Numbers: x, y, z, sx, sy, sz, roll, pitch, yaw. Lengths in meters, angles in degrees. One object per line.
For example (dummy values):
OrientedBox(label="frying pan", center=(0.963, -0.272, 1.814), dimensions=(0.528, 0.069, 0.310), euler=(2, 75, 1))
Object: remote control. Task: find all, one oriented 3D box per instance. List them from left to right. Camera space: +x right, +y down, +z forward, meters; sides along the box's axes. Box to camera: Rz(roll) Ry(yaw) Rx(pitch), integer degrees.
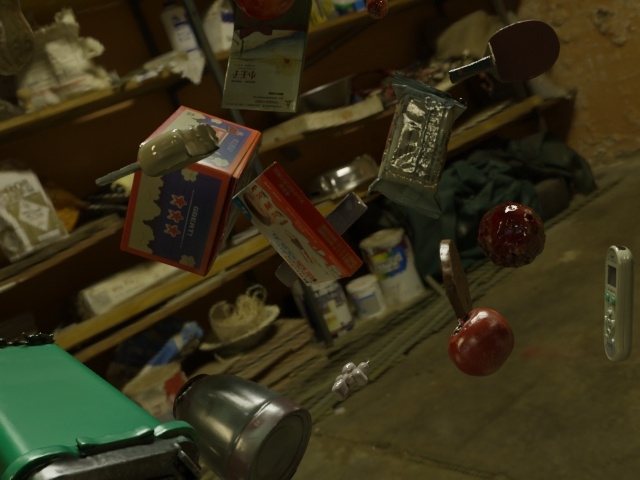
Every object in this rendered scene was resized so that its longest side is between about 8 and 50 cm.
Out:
OrientedBox(label="remote control", center=(0.563, 0.119, 1.309), dimensions=(0.042, 0.221, 0.078), euler=(0, 7, 5))

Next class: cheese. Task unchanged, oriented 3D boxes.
OrientedBox(label="cheese", center=(-0.342, -0.171, 1.470), dimensions=(0.249, 0.070, 0.163), euler=(-23, 4, 13))

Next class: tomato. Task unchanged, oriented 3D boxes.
OrientedBox(label="tomato", center=(0.406, 0.265, 1.781), dimensions=(0.187, 0.151, 0.187), euler=(-52, 1, 2))

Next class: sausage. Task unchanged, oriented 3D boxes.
OrientedBox(label="sausage", center=(0.143, -0.598, 1.734), dimensions=(0.053, 0.053, 0.347), euler=(-19, 22, 14))

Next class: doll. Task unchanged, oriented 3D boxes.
OrientedBox(label="doll", center=(0.096, 0.443, 2.242), dimensions=(0.161, 0.059, 0.160), euler=(-40, 4, 23))

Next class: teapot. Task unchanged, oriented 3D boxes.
OrientedBox(label="teapot", center=(-0.190, 0.441, 1.670), dimensions=(0.312, 0.233, 0.315), euler=(24, -7, 31))

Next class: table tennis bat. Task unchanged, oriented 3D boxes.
OrientedBox(label="table tennis bat", center=(0.453, -0.452, 1.732), dimensions=(0.274, 0.154, 0.021), euler=(-17, -16, 17))

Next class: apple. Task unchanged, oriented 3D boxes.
OrientedBox(label="apple", center=(-0.123, -0.561, 1.512), dimensions=(0.139, 0.163, 0.163), euler=(-32, 0, 42))

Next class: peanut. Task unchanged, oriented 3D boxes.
OrientedBox(label="peanut", center=(-0.688, -0.481, 1.506), dimensions=(0.124, 0.256, 0.123), euler=(2, 38, -2))

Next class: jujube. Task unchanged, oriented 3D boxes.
OrientedBox(label="jujube", center=(0.431, -0.013, 1.571), dimensions=(0.155, 0.155, 0.230), euler=(-19, -7, 14))

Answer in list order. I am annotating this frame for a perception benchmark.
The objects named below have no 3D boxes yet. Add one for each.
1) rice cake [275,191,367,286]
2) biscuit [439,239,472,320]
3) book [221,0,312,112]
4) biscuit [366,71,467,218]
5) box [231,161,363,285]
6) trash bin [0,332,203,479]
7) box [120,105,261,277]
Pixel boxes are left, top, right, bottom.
OrientedBox(label="rice cake", center=(0.000, 0.000, 2.017), dimensions=(0.399, 0.070, 0.064), euler=(-46, -7, 34))
OrientedBox(label="biscuit", center=(0.421, 0.131, 2.177), dimensions=(0.049, 0.257, 0.273), euler=(-16, 28, 20))
OrientedBox(label="book", center=(-0.131, -0.459, 1.711), dimensions=(0.201, 0.289, 0.026), euler=(6, -3, 16))
OrientedBox(label="biscuit", center=(0.221, -0.214, 1.561), dimensions=(0.186, 0.309, 0.079), euler=(17, -20, -7))
OrientedBox(label="box", center=(-0.059, -0.024, 1.489), dimensions=(0.048, 0.273, 0.265), euler=(-44, 7, -20))
OrientedBox(label="trash bin", center=(-0.379, 0.304, 0.920), dimensions=(0.381, 0.259, 0.295), euler=(26, 16, 40))
OrientedBox(label="box", center=(-0.340, -0.139, 1.890), dimensions=(0.257, 0.318, 0.348), euler=(20, 27, -2))
